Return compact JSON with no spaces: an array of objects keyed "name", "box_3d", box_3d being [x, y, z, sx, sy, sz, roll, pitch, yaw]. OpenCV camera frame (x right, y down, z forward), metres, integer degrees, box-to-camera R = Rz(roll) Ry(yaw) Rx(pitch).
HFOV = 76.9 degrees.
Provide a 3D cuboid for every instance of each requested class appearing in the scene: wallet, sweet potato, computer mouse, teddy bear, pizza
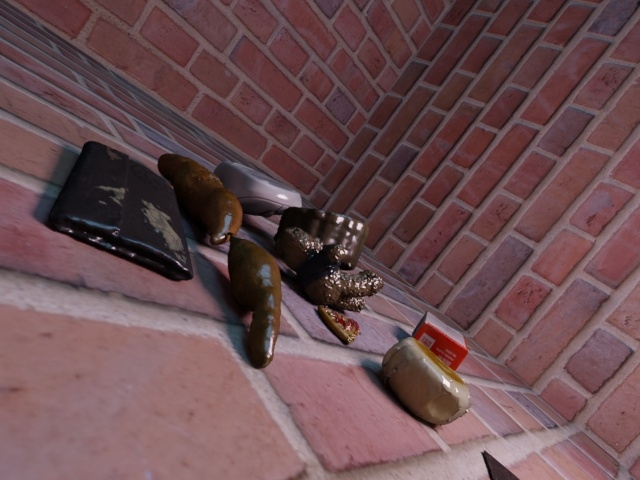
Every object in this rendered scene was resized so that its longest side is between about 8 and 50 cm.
[{"name":"wallet","box_3d":[-0.273,-0.059,0.587,0.170,0.044,0.321,35,7,-34]},{"name":"sweet potato","box_3d":[-0.225,-0.083,0.785,0.106,0.095,0.354,6,27,-41]},{"name":"computer mouse","box_3d":[-0.186,-0.126,1.095,0.184,0.121,0.296,16,13,-48]},{"name":"sweet potato","box_3d":[-0.086,0.069,0.560,0.074,0.075,0.269,32,17,-34]},{"name":"teddy bear","box_3d":[0.010,0.072,0.843,0.251,0.182,0.129,37,43,-7]},{"name":"pizza","box_3d":[0.034,0.154,0.776,0.099,0.029,0.100,38,7,16]}]

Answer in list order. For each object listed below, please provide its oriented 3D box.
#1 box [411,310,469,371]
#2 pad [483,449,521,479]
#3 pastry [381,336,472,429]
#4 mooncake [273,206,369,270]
[{"name":"box","box_3d":[0.312,0.276,1.083,0.133,0.099,0.182,36,8,13]},{"name":"pad","box_3d":[0.329,0.428,0.530,0.220,0.004,0.330,39,7,12]},{"name":"pastry","box_3d":[0.179,0.241,0.693,0.165,0.088,0.166,40,7,-6]},{"name":"mooncake","box_3d":[0.000,0.000,1.001,0.228,0.124,0.228,14,-8,2]}]
